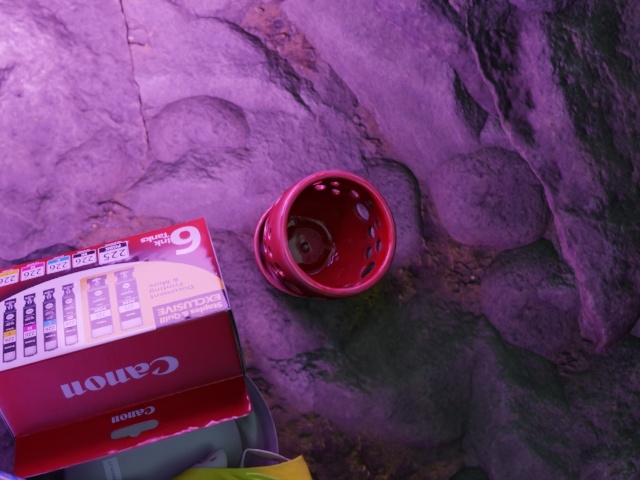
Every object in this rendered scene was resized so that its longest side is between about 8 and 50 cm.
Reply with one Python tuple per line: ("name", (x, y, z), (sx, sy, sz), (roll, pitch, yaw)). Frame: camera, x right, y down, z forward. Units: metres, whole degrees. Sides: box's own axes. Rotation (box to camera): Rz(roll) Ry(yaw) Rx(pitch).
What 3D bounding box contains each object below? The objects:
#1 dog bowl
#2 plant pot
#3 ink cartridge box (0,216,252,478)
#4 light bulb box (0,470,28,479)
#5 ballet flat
("dog bowl", (-0.241, 0.316, 1.193), (0.349, 0.102, 0.348), (3, 81, -20))
("plant pot", (0.000, 0.000, 1.288), (0.191, 0.174, 0.191), (3, 81, -19))
("ink cartridge box", (-0.265, 0.129, 1.079), (0.309, 0.272, 0.130), (-15, 130, -9))
("light bulb box", (-0.375, 0.347, 0.848), (0.361, 0.358, 0.225), (27, 66, -16))
("ballet flat", (-0.119, 0.328, 1.152), (0.231, 0.077, 0.077), (6, 59, -23))
